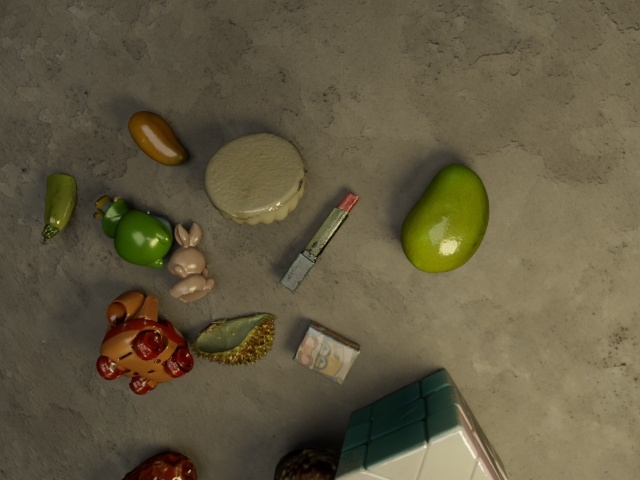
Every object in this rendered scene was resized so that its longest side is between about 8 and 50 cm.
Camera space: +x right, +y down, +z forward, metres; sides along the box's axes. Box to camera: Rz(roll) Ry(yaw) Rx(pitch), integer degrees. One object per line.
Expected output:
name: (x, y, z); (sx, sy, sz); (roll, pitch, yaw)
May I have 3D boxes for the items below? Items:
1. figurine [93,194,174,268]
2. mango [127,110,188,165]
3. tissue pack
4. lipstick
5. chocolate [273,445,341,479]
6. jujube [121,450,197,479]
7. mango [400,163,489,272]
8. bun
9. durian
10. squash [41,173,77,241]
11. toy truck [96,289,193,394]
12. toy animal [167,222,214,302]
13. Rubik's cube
figurine: (-0.526, -0.028, 1.297); (0.263, 0.143, 0.162); (31, 112, 17)
mango: (-0.445, -0.275, 1.275); (0.102, 0.085, 0.184); (-44, 98, 8)
tissue pack: (0.018, 0.307, 1.273); (0.155, 0.065, 0.115); (27, 99, 7)
lipstick: (0.000, 0.000, 1.246); (0.051, 0.051, 0.312); (37, 100, 5)
chocolate: (-0.017, 0.650, 1.206); (0.226, 0.340, 0.209); (4, 76, -13)
jujube: (-0.485, 0.730, 1.367); (0.251, 0.174, 0.174); (-30, 91, 15)
mango: (0.314, -0.043, 1.133); (0.185, 0.149, 0.273); (35, 97, 6)
bun: (-0.156, -0.131, 1.208); (0.264, 0.175, 0.263); (-3, 60, 4)
durian: (-0.239, 0.288, 1.314); (0.252, 0.144, 0.139); (-13, 57, 18)
squash: (-0.771, -0.088, 1.362); (0.090, 0.075, 0.200); (4, 76, -8)
toy truck: (-0.495, 0.278, 1.319); (0.189, 0.239, 0.265); (-28, 132, 13)
toy animal: (-0.372, 0.060, 1.297); (0.125, 0.124, 0.212); (-16, 73, 12)
Rubik's cube: (0.260, 0.567, 1.136); (0.322, 0.316, 0.318); (-30, 92, 14)
